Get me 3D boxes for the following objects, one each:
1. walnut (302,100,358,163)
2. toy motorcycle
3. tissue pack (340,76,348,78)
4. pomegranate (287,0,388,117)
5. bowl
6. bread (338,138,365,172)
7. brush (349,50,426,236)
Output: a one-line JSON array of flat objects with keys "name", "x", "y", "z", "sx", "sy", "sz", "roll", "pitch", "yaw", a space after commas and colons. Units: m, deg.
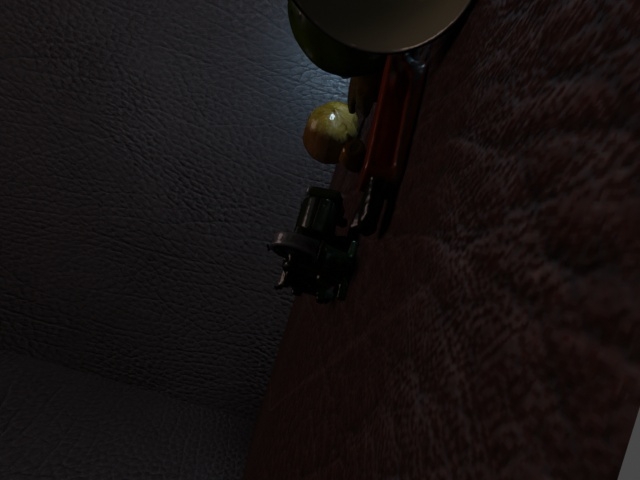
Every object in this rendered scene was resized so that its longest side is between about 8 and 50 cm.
[{"name": "walnut", "x": 0.036, "y": -0.365, "z": 1.393, "sx": 0.222, "sy": 0.195, "sz": 0.196, "roll": 104, "pitch": -178, "yaw": -68}, {"name": "toy motorcycle", "x": 0.000, "y": 0.000, "z": 0.705, "sx": 0.275, "sy": 0.127, "sz": 0.205, "roll": 95, "pitch": -168, "yaw": -71}, {"name": "tissue pack", "x": 0.108, "y": -0.419, "z": 0.907, "sx": 0.147, "sy": 0.156, "sz": 0.209, "roll": -25, "pitch": 19, "yaw": 18}, {"name": "pomegranate", "x": 0.074, "y": -0.357, "z": 0.709, "sx": 0.302, "sy": 0.235, "sz": 0.236, "roll": 67, "pitch": -153, "yaw": -42}, {"name": "bowl", "x": 0.067, "y": -0.321, "z": 0.400, "sx": 0.126, "sy": 0.237, "sz": 0.238, "roll": -57, "pitch": -4, "yaw": -26}, {"name": "bread", "x": 0.073, "y": -0.192, "z": 0.982, "sx": 0.062, "sy": 0.049, "sz": 0.103, "roll": -37, "pitch": -13, "yaw": -22}, {"name": "brush", "x": 0.094, "y": -0.159, "z": 0.516, "sx": 0.070, "sy": 0.051, "sz": 0.324, "roll": 93, "pitch": -170, "yaw": -75}]
